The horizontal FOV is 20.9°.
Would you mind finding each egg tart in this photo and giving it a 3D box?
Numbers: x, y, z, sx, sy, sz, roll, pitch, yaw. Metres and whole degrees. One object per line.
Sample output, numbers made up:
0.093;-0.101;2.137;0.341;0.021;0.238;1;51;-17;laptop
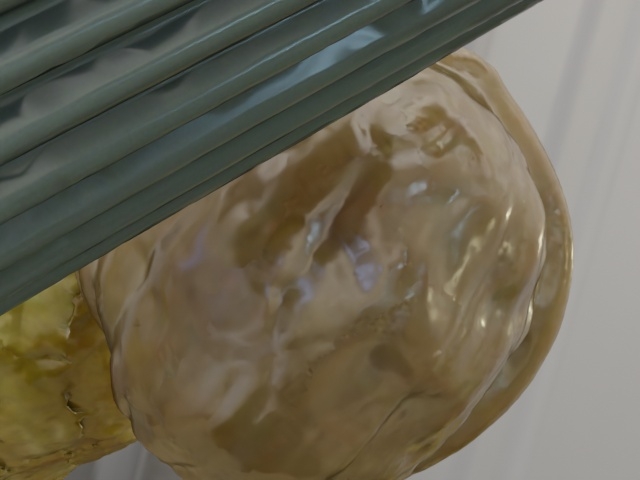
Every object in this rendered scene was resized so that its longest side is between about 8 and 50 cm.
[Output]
-0.167;0.010;1.267;0.178;0.443;0.443;15;5;20;egg tart

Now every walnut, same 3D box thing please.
0.000;0.000;0.972;0.285;0.285;0.296;15;15;-2;walnut

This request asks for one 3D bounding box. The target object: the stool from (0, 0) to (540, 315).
-0.067;-0.153;0.608;0.330;0.297;0.297;-26;18;-14;stool
